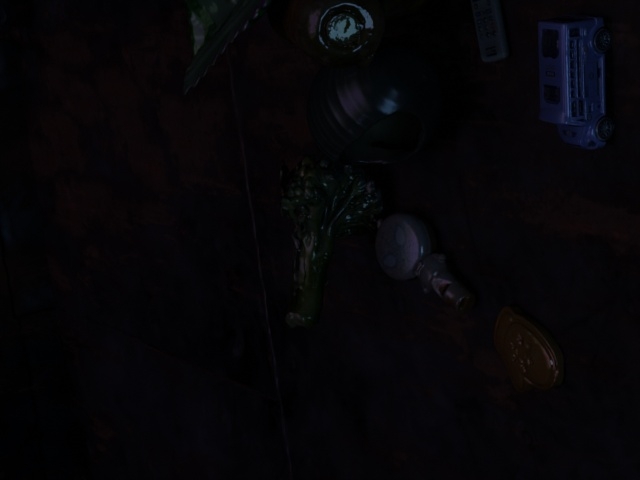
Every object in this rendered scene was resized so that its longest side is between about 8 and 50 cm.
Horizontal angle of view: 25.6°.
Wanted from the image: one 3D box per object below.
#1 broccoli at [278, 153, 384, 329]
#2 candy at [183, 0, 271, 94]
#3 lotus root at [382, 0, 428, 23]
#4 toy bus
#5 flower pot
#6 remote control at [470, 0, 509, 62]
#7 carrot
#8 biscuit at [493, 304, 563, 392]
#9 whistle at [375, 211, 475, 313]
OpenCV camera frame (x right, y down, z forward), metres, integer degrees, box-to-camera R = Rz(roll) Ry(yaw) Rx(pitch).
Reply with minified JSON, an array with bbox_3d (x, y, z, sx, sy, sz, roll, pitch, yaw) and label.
[{"bbox_3d":[0.000,-0.014,2.211,0.198,0.177,0.275,84,-160,-56],"label":"broccoli"},{"bbox_3d":[-0.130,-0.414,2.057,0.263,0.172,0.398,122,158,-43],"label":"candy"},{"bbox_3d":[0.051,-0.498,2.068,0.390,0.111,0.375,56,142,33],"label":"lotus root"},{"bbox_3d":[0.312,-0.195,1.755,0.073,0.076,0.167,19,117,57],"label":"toy bus"},{"bbox_3d":[0.077,-0.199,2.048,0.243,0.189,0.157,143,126,-64],"label":"flower pot"},{"bbox_3d":[0.228,-0.305,1.917,0.053,0.017,0.125,-2,100,60],"label":"remote control"},{"bbox_3d":[0.007,-0.314,1.942,0.302,0.138,0.139,-135,40,-66],"label":"carrot"},{"bbox_3d":[0.290,0.164,1.993,0.140,0.023,0.118,37,132,48],"label":"biscuit"},{"bbox_3d":[0.157,0.032,2.145,0.220,0.057,0.107,45,124,37],"label":"whistle"}]
